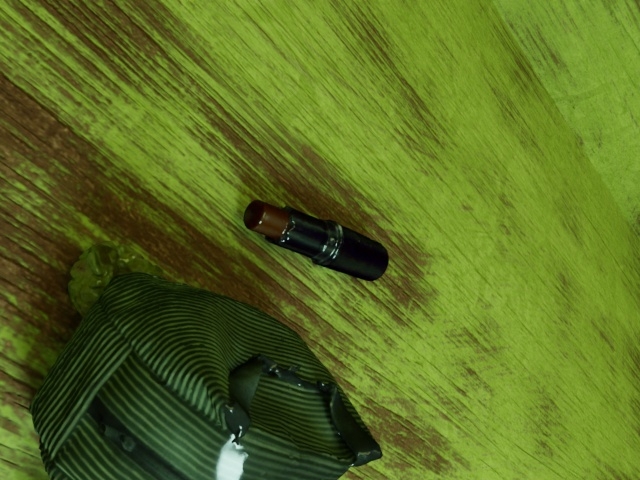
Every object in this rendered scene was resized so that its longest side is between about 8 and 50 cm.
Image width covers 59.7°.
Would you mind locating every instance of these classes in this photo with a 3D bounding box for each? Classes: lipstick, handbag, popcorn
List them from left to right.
[{"bbox_3d":[-0.242,0.056,0.659,0.097,0.089,0.109,-32,105,-35],"label":"popcorn"},{"bbox_3d":[-0.108,0.207,0.602,0.340,0.240,0.247,32,88,-42],"label":"handbag"},{"bbox_3d":[0.000,0.000,0.927,0.299,0.081,0.081,23,62,-41],"label":"lipstick"}]
